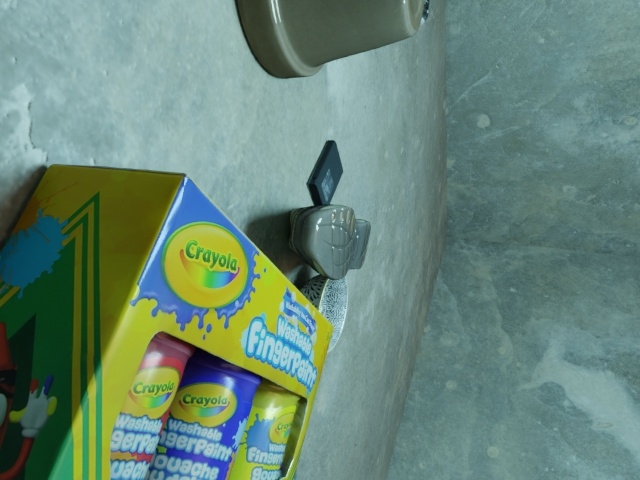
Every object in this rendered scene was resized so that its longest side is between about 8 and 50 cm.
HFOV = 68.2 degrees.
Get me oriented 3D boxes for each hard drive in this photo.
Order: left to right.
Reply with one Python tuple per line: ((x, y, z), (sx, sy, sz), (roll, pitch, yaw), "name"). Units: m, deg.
((0.014, -0.136, 1.015), (0.094, 0.022, 0.135), (70, 34, -48), "hard drive")

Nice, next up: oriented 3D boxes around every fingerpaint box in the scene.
((-0.154, 0.194, 0.514), (0.444, 0.163, 0.370), (57, 45, -58), "fingerpaint box")

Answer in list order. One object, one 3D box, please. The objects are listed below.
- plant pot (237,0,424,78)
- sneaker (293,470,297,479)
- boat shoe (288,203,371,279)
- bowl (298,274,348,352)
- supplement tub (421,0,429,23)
((0.035, -0.384, 0.722), (0.263, 0.230, 0.262), (7, 90, -69), "plant pot")
((-0.126, 0.504, 0.788), (0.131, 0.112, 0.318), (1, 93, -51), "sneaker")
((0.000, 0.000, 0.886), (0.355, 0.130, 0.132), (21, 80, -73), "boat shoe")
((-0.008, 0.137, 0.966), (0.170, 0.080, 0.170), (8, 90, -68), "bowl")
((0.123, -0.591, 0.923), (0.194, 0.194, 0.315), (-30, 123, -63), "supplement tub")
